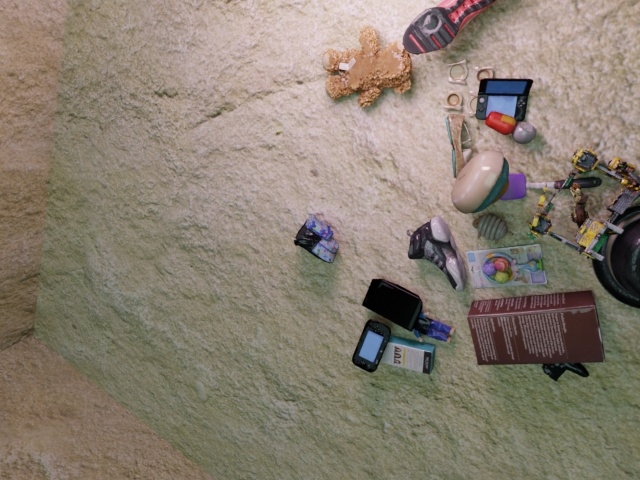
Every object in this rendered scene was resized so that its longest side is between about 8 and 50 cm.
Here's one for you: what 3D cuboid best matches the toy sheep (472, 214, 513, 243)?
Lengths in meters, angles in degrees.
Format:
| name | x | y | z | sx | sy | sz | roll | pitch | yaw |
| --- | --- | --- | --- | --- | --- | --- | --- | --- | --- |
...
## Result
| name | x | y | z | sx | sy | sz | roll | pitch | yaw |
| --- | --- | --- | --- | --- | --- | --- | --- | --- | --- |
| toy sheep | 0.554 | -0.039 | 1.522 | 0.132 | 0.091 | 0.091 | 20 | 116 | 25 |

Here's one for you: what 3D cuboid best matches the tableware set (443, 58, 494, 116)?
| name | x | y | z | sx | sy | sz | roll | pitch | yaw |
| --- | --- | --- | --- | --- | --- | --- | --- | --- | --- |
| tableware set | 0.453 | -0.469 | 1.454 | 0.141 | 0.020 | 0.169 | 12 | 112 | 22 |

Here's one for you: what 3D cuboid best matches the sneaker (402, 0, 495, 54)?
| name | x | y | z | sx | sy | sz | roll | pitch | yaw |
| --- | --- | --- | --- | --- | --- | --- | --- | --- | --- |
| sneaker | 0.384 | -0.641 | 1.355 | 0.313 | 0.136 | 0.116 | -31 | 98 | 23 |

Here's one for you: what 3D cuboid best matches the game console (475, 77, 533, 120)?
| name | x | y | z | sx | sy | sz | roll | pitch | yaw |
| --- | --- | --- | --- | --- | --- | --- | --- | --- | --- |
| game console | 0.535 | -0.412 | 1.386 | 0.143 | 0.085 | 0.124 | 7 | 111 | 15 |

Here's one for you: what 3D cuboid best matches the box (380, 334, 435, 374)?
| name | x | y | z | sx | sy | sz | roll | pitch | yaw |
| --- | --- | --- | --- | --- | --- | --- | --- | --- | --- |
| box | 0.314 | 0.432 | 1.822 | 0.244 | 0.060 | 0.101 | 9 | 111 | 23 |

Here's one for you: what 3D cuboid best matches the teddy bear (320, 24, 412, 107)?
| name | x | y | z | sx | sy | sz | roll | pitch | yaw |
| --- | --- | --- | --- | --- | --- | --- | --- | --- | --- |
| teddy bear | 0.147 | -0.557 | 1.539 | 0.337 | 0.113 | 0.245 | -15 | 94 | 37 |

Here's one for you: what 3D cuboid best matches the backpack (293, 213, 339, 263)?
| name | x | y | z | sx | sy | sz | roll | pitch | yaw |
| --- | --- | --- | --- | --- | --- | --- | --- | --- | --- |
| backpack | 0.000 | 0.000 | 1.774 | 0.173 | 0.158 | 0.117 | 36 | 102 | -5 |

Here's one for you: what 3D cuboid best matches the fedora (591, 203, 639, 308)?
| name | x | y | z | sx | sy | sz | roll | pitch | yaw |
| --- | --- | --- | --- | --- | --- | --- | --- | --- | --- |
| fedora | 0.939 | 0.067 | 1.328 | 0.333 | 0.152 | 0.334 | 9 | 112 | 24 |

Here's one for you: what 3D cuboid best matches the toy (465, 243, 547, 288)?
| name | x | y | z | sx | sy | sz | roll | pitch | yaw |
| --- | --- | --- | --- | --- | --- | --- | --- | --- | --- |
| toy | 0.608 | 0.095 | 1.559 | 0.237 | 0.056 | 0.137 | -9 | 102 | 29 |

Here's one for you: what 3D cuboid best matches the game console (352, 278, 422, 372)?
| name | x | y | z | sx | sy | sz | roll | pitch | yaw |
| --- | --- | --- | --- | --- | --- | --- | --- | --- | --- |
| game console | 0.234 | 0.334 | 1.782 | 0.213 | 0.044 | 0.362 | 25 | 103 | 25 |

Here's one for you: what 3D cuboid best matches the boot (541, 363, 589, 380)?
| name | x | y | z | sx | sy | sz | roll | pitch | yaw |
| --- | --- | --- | --- | --- | --- | --- | --- | --- | --- |
| boot | 0.817 | 0.435 | 1.584 | 0.121 | 0.045 | 0.099 | 42 | 119 | 16 |

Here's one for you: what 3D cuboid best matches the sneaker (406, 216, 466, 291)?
| name | x | y | z | sx | sy | sz | roll | pitch | yaw |
| --- | --- | --- | --- | --- | --- | --- | --- | --- | --- |
| sneaker | 0.395 | 0.061 | 1.630 | 0.153 | 0.101 | 0.269 | -21 | 92 | 31 |

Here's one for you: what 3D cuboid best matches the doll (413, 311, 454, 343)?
| name | x | y | z | sx | sy | sz | roll | pitch | yaw |
| --- | --- | --- | --- | --- | --- | --- | --- | --- | --- |
| doll | 0.393 | 0.323 | 1.753 | 0.188 | 0.046 | 0.129 | 21 | 115 | 18 |

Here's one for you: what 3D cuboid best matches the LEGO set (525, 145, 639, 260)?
| name | x | y | z | sx | sy | sz | roll | pitch | yaw |
| --- | --- | --- | --- | --- | --- | --- | --- | --- | --- |
| LEGO set | 0.737 | -0.097 | 1.294 | 0.255 | 0.192 | 0.331 | 42 | 104 | 17 |

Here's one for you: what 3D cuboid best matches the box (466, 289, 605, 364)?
| name | x | y | z | sx | sy | sz | roll | pitch | yaw |
| --- | --- | --- | --- | --- | --- | --- | --- | --- | --- |
| box | 0.693 | 0.288 | 1.540 | 0.381 | 0.143 | 0.191 | -9 | 103 | 30 |

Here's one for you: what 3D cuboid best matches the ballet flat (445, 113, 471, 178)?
| name | x | y | z | sx | sy | sz | roll | pitch | yaw |
| --- | --- | --- | --- | --- | --- | --- | --- | --- | --- |
| ballet flat | 0.443 | -0.299 | 1.495 | 0.067 | 0.073 | 0.206 | -8 | 108 | 14 |

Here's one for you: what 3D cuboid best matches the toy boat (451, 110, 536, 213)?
| name | x | y | z | sx | sy | sz | roll | pitch | yaw |
| --- | --- | --- | --- | --- | --- | --- | --- | --- | --- |
| toy boat | 0.516 | -0.222 | 1.397 | 0.148 | 0.267 | 0.318 | 24 | 88 | 2 |

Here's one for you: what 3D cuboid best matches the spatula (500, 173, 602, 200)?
| name | x | y | z | sx | sy | sz | roll | pitch | yaw |
| --- | --- | --- | --- | --- | --- | --- | --- | --- | --- |
| spatula | 0.687 | -0.168 | 1.439 | 0.296 | 0.030 | 0.084 | 0 | 105 | 26 |
